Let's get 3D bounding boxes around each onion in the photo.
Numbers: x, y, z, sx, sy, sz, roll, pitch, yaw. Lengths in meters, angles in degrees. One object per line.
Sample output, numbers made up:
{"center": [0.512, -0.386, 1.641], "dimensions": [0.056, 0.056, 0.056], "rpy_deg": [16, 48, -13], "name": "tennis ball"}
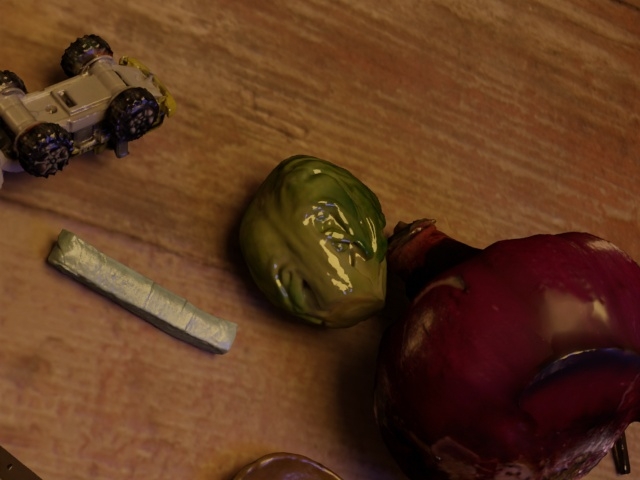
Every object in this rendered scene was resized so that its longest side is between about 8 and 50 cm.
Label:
{"center": [0.221, 0.106, 1.778], "dimensions": [0.398, 0.398, 0.420], "rpy_deg": [4, 45, -36], "name": "onion"}

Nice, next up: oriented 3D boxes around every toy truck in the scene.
{"center": [-0.300, -0.131, 1.602], "dimensions": [0.286, 0.111, 0.136], "rpy_deg": [-25, 58, -31], "name": "toy truck"}

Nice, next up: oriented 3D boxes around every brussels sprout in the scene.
{"center": [0.000, 0.000, 1.759], "dimensions": [0.223, 0.161, 0.223], "rpy_deg": [39, 41, -45], "name": "brussels sprout"}

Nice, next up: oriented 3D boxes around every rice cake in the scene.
{"center": [-0.203, 0.064, 1.649], "dimensions": [0.245, 0.042, 0.045], "rpy_deg": [32, 69, -25], "name": "rice cake"}

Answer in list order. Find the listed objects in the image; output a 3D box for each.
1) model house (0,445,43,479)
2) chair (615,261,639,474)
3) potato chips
{"center": [-0.268, 0.306, 1.378], "dimensions": [0.181, 0.248, 0.176], "rpy_deg": [44, 53, -15], "name": "model house"}
{"center": [0.493, 0.164, 2.052], "dimensions": [0.160, 0.186, 0.319], "rpy_deg": [-3, 78, -32], "name": "chair"}
{"center": [-0.037, 0.345, 1.659], "dimensions": [0.208, 0.062, 0.195], "rpy_deg": [-11, 75, -38], "name": "potato chips"}
